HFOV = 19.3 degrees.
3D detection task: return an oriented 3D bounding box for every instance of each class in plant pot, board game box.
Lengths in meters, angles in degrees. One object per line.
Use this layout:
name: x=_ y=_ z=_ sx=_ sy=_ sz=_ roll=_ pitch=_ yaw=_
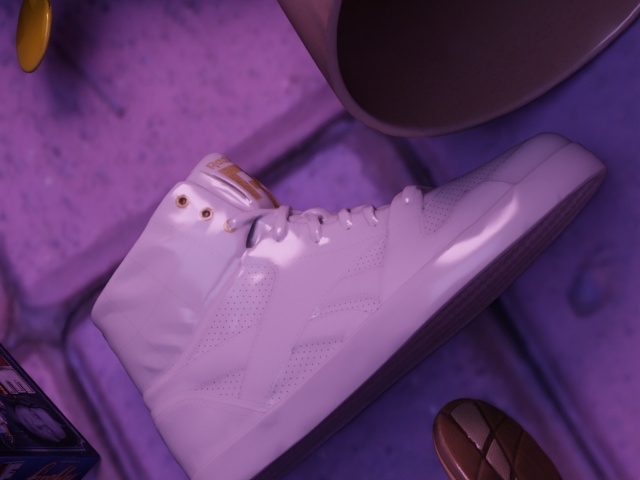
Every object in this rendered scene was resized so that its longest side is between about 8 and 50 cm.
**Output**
plant pot: x=0.034 y=-0.237 z=0.988 sx=0.256 sy=0.256 sz=0.274 roll=-46 pitch=59 yaw=11
board game box: x=-0.252 y=0.054 z=1.089 sx=0.243 sy=0.165 sz=0.042 roll=45 pitch=100 yaw=18

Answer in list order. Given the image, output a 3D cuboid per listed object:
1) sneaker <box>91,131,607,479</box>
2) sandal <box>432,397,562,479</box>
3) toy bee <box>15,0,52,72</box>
sneaker: x=0.000 y=0.000 z=1.029 sx=0.292 sy=0.108 sz=0.169 roll=-40 pitch=75 yaw=14
sandal: x=0.111 y=0.165 z=0.998 sx=0.049 sy=0.072 sz=0.180 roll=-44 pitch=74 yaw=34
toy bee: x=-0.194 y=-0.217 z=1.122 sx=0.298 sy=0.162 sz=0.195 roll=26 pitch=85 yaw=-3
